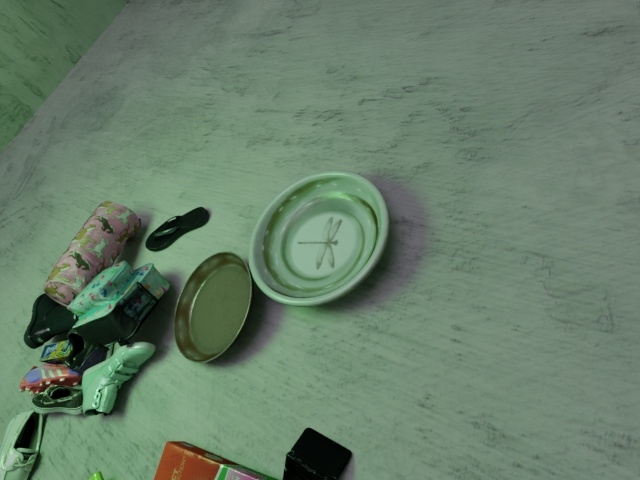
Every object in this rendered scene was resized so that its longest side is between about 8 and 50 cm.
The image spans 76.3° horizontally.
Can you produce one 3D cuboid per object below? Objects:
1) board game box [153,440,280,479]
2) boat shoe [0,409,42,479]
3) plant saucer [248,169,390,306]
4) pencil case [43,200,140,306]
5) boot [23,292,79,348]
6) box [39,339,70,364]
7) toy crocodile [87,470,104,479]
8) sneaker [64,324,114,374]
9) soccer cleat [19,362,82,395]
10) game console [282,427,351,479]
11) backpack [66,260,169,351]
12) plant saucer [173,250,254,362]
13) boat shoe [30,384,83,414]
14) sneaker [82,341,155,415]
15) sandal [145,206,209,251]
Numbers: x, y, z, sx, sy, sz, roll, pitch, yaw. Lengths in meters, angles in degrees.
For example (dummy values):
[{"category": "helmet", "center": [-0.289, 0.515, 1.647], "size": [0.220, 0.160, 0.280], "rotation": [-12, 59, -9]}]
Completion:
[{"category": "board game box", "center": [-0.241, 0.599, 0.865], "size": [0.316, 0.064, 0.242], "rotation": [2, 66, 29]}, {"category": "boat shoe", "center": [-0.865, 0.625, 1.173], "size": [0.088, 0.096, 0.268], "rotation": [-28, 44, 16]}, {"category": "plant saucer", "center": [0.000, 0.000, 1.088], "size": [0.400, 0.100, 0.401], "rotation": [-13, 56, 20]}, {"category": "pencil case", "center": [-0.753, 0.046, 1.366], "size": [0.160, 0.167, 0.386], "rotation": [-33, 32, 35]}, {"category": "boot", "center": [-0.885, 0.242, 1.415], "size": [0.207, 0.094, 0.246], "rotation": [-24, 37, -2]}, {"category": "box", "center": [-0.831, 0.362, 1.318], "size": [0.168, 0.059, 0.054], "rotation": [-16, 56, 27]}, {"category": "toy crocodile", "center": [-0.658, 0.718, 0.995], "size": [0.340, 0.105, 0.115], "rotation": [-45, 52, -4]}, {"category": "sneaker", "center": [-0.717, 0.275, 1.281], "size": [0.107, 0.124, 0.283], "rotation": [-22, 54, 14]}, {"category": "soccer cleat", "center": [-0.852, 0.426, 1.293], "size": [0.247, 0.083, 0.095], "rotation": [-18, 50, 20]}, {"category": "game console", "center": [-0.008, 0.480, 0.858], "size": [0.122, 0.071, 0.107], "rotation": [14, 99, 34]}, {"category": "backpack", "center": [-0.588, 0.172, 1.212], "size": [0.225, 0.191, 0.253], "rotation": [-22, 20, 28]}, {"category": "plant saucer", "center": [-0.290, 0.183, 1.132], "size": [0.310, 0.050, 0.311], "rotation": [-18, 59, 32]}, {"category": "boat shoe", "center": [-0.783, 0.467, 1.220], "size": [0.219, 0.070, 0.078], "rotation": [-6, 21, 19]}, {"category": "sneaker", "center": [-0.564, 0.397, 1.149], "size": [0.255, 0.094, 0.151], "rotation": [-33, 51, 13]}, {"category": "sandal", "center": [-0.507, -0.050, 1.412], "size": [0.254, 0.054, 0.097], "rotation": [-29, 52, 9]}]
